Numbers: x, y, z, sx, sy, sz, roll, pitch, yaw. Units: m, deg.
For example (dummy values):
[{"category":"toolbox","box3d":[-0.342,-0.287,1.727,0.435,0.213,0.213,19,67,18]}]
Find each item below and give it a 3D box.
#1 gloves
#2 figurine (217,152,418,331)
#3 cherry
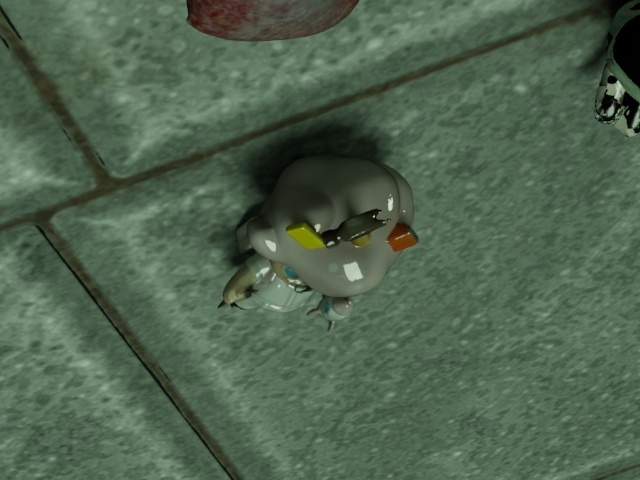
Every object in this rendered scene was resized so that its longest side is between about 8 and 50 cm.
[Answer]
[{"category":"gloves","box3d":[0.266,-0.114,1.287,0.127,0.111,0.212,17,-171,17]},{"category":"figurine","box3d":[0.000,0.000,1.342,0.137,0.112,0.229,8,154,-24]},{"category":"cherry","box3d":[0.016,-0.190,1.072,0.225,0.090,0.107,-29,137,1]}]
